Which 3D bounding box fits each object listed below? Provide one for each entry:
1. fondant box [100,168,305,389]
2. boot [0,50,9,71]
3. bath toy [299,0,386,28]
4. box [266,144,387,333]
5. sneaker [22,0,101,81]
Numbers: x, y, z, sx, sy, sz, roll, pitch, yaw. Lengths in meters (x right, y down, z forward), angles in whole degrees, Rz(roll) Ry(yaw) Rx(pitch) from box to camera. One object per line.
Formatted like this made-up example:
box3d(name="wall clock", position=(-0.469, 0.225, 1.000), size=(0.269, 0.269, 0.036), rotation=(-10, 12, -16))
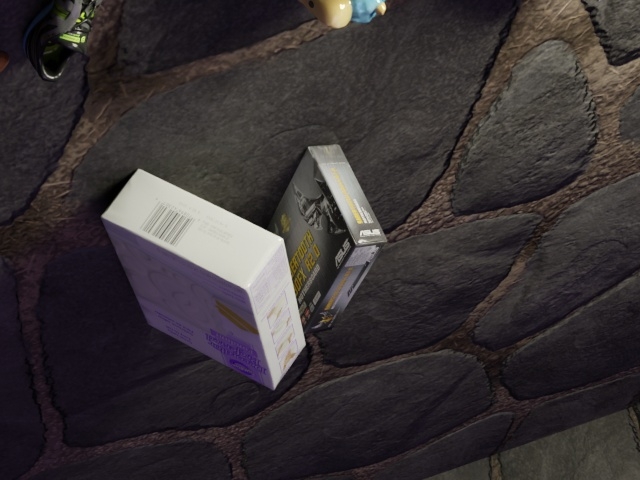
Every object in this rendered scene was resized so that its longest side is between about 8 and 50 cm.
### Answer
box3d(name="fondant box", position=(-0.158, 0.063, 1.822), size=(0.096, 0.238, 0.330), rotation=(-56, 160, -22))
box3d(name="boot", position=(-0.438, -0.211, 1.322), size=(0.264, 0.096, 0.280), rotation=(-40, 148, 25))
box3d(name="bath toy", position=(0.057, -0.387, 1.384), size=(0.151, 0.129, 0.348), rotation=(-60, 175, -37))
box3d(name="box", position=(0.000, 0.000, 1.893), size=(0.056, 0.183, 0.231), rotation=(-8, 147, -30))
box3d(name="sneaker", position=(-0.267, -0.248, 1.403), size=(0.067, 0.078, 0.188), rotation=(3, 140, -39))
